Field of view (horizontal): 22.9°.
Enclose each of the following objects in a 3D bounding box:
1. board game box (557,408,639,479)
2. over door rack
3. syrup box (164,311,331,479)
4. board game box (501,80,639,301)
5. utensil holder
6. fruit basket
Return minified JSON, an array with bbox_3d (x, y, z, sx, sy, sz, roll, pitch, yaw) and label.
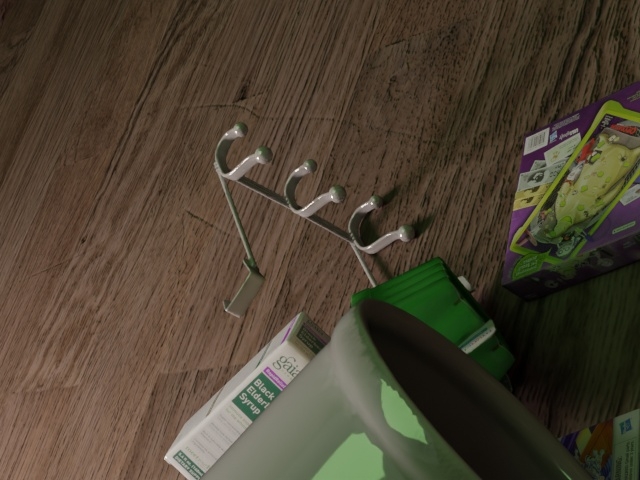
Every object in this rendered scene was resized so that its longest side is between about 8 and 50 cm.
[{"bbox_3d":[0.208,0.344,1.379,0.233,0.078,0.347,-29,39,42],"label":"board game box"},{"bbox_3d":[0.000,0.000,1.887,0.108,0.239,0.324,-49,28,26],"label":"over door rack"},{"bbox_3d":[-0.072,0.205,1.916,0.237,0.093,0.096,-44,6,24],"label":"syrup box"},{"bbox_3d":[0.337,-0.078,1.636,0.347,0.056,0.208,-25,38,45],"label":"board game box"},{"bbox_3d":[0.018,0.291,1.271,0.385,0.327,0.327,-46,30,11],"label":"utensil holder"},{"bbox_3d":[0.040,0.183,1.642,0.353,0.165,0.327,-46,4,5],"label":"fruit basket"}]
